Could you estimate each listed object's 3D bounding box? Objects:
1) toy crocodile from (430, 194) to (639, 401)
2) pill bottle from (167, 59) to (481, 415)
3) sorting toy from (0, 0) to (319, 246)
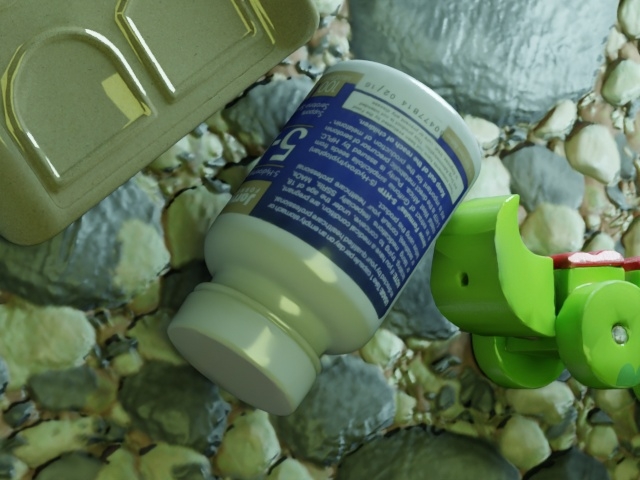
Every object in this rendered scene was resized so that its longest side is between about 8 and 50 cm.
[{"bbox_3d":[0.215,0.054,0.908,0.341,0.115,0.105,13,79,-27],"label":"toy crocodile"},{"bbox_3d":[0.000,0.000,0.797,0.112,0.112,0.186,43,67,-19],"label":"pill bottle"},{"bbox_3d":[-0.158,-0.181,0.754,0.229,0.041,0.307,-39,112,-21],"label":"sorting toy"}]
